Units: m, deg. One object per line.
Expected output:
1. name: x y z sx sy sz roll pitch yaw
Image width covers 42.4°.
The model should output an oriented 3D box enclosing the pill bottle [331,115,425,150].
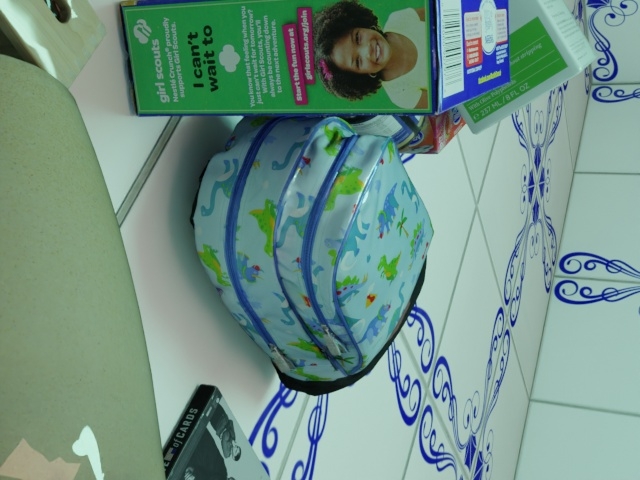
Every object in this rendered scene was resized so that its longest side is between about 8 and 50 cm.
1. pill bottle: 0.064 -0.214 1.177 0.219 0.122 0.123 29 67 -62

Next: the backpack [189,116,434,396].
1. backpack: 0.000 0.000 0.970 0.355 0.273 0.290 50 62 -39

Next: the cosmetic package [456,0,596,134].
1. cosmetic package: 0.237 -0.375 1.262 0.366 0.197 0.155 56 33 -2

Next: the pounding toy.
1. pounding toy: -0.226 -0.184 0.572 0.141 0.130 0.100 63 39 -47

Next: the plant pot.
1. plant pot: -0.223 0.029 0.517 0.256 0.256 0.274 40 43 -59

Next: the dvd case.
1. dvd case: -0.127 0.311 0.963 0.239 0.029 0.179 70 34 -41

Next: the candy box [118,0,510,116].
1. candy box: 0.007 -0.197 0.840 0.268 0.317 0.122 -32 121 -60

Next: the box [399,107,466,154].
1. box: 0.180 -0.249 1.413 0.257 0.122 0.128 -46 133 -53
